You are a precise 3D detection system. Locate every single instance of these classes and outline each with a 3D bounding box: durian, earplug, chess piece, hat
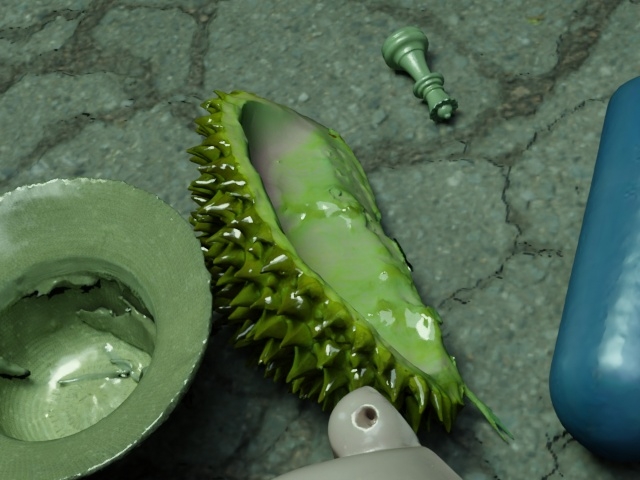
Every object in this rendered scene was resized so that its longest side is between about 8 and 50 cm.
[{"bbox_3d":[-0.006,0.005,0.971,0.169,0.158,0.356,-15,51,-20],"label":"durian"},{"bbox_3d":[0.235,0.026,0.920,0.132,0.132,0.273,12,61,20],"label":"earplug"},{"bbox_3d":[0.090,-0.138,1.122,0.042,0.042,0.093,-25,60,-6],"label":"chess piece"},{"bbox_3d":[-0.185,0.091,0.957,0.257,0.130,0.257,-6,55,8],"label":"hat"}]

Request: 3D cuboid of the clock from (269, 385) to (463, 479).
[{"bbox_3d":[0.002,0.294,0.754,0.325,0.184,0.342,-39,51,-10],"label":"clock"}]
